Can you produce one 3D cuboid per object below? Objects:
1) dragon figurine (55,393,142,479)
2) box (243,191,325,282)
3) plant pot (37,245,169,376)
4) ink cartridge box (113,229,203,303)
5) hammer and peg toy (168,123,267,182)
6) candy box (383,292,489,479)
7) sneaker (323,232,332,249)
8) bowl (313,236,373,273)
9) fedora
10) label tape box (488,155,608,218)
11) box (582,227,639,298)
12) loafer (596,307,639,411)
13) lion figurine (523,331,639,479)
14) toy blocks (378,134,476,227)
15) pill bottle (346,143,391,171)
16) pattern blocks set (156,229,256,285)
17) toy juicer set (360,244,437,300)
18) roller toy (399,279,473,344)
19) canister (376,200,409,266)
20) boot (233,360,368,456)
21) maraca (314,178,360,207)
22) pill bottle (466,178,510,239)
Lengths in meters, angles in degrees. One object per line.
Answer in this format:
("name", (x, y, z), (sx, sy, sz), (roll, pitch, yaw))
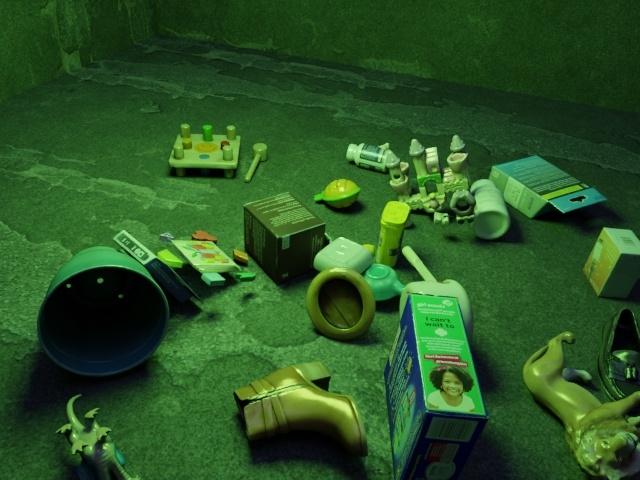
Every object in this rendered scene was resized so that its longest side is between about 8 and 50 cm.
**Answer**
("dragon figurine", (-0.437, 0.414, 1.034), (0.085, 0.144, 0.289), (-29, 28, -36))
("box", (-0.112, -0.013, 1.599), (0.167, 0.168, 0.203), (-19, 42, -31))
("plant pot", (-0.523, 0.141, 1.279), (0.271, 0.272, 0.255), (-11, 23, -21))
("ink cartridge box", (-0.425, 0.083, 1.404), (0.208, 0.206, 0.045), (30, 69, 33))
("hammer and peg toy", (-0.389, -0.347, 2.067), (0.361, 0.127, 0.266), (2, 36, -5))
("candy box", (0.222, 0.311, 1.101), (0.122, 0.268, 0.317), (6, 35, -4))
("sneaker", (0.000, 0.000, 1.670), (0.071, 0.083, 0.191), (-17, 40, -26))
("bowl", (0.065, 0.045, 1.514), (0.142, 0.053, 0.142), (25, 46, 36))
("fedora", (0.057, 0.166, 1.414), (0.194, 0.194, 0.079), (13, -3, 12))
("label tape box", (0.844, -0.180, 2.002), (0.249, 0.115, 0.348), (-16, 43, -26))
("box", (0.887, 0.069, 1.604), (0.091, 0.170, 0.130), (5, 35, -2))
("loafer", (0.767, 0.288, 1.347), (0.109, 0.095, 0.302), (15, 37, 14))
("lion figurine", (0.578, 0.368, 1.208), (0.240, 0.142, 0.392), (-18, 27, -17))
("toy blocks", (0.367, -0.229, 1.815), (0.288, 0.260, 0.309), (-9, 32, 19))
("pill bottle", (0.196, -0.341, 2.158), (0.169, 0.094, 0.094), (16, 37, 15))
("pattern blocks set", (-0.332, 0.043, 1.530), (0.324, 0.026, 0.285), (28, 20, 31))
("toy juicer set", (0.167, 0.097, 1.545), (0.329, 0.089, 0.209), (-4, 36, 6))
("roller toy", (0.280, 0.194, 1.338), (0.146, 0.191, 0.209), (-3, 36, -10))
("canister", (0.221, -0.018, 1.645), (0.073, 0.170, 0.126), (14, 37, 12))
("boot", (-0.046, 0.371, 1.119), (0.220, 0.109, 0.283), (-12, 37, -24))
("maraca", (0.059, -0.167, 1.904), (0.185, 0.099, 0.127), (2, 23, 44))
("pill bottle", (0.581, -0.116, 1.860), (0.131, 0.131, 0.229), (8, 35, 4))
